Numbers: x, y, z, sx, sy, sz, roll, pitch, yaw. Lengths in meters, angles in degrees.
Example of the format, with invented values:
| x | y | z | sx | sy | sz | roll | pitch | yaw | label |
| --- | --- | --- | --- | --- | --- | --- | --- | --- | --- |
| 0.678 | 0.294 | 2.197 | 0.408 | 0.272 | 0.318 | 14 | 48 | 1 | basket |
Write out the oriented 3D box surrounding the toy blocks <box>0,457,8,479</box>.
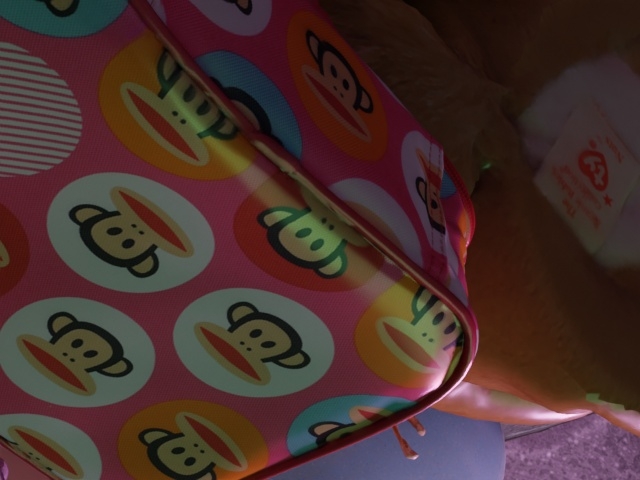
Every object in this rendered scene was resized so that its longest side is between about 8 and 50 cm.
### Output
| x | y | z | sx | sy | sz | roll | pitch | yaw | label |
| --- | --- | --- | --- | --- | --- | --- | --- | --- | --- |
| -0.094 | 0.204 | 0.857 | 0.260 | 0.309 | 0.288 | -22 | -175 | -10 | toy blocks |

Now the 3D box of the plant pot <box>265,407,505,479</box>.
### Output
| x | y | z | sx | sy | sz | roll | pitch | yaw | label |
| --- | --- | --- | --- | --- | --- | --- | --- | --- | --- |
| 0.004 | 0.179 | 1.529 | 0.290 | 0.290 | 0.195 | -23 | 131 | 13 | plant pot |

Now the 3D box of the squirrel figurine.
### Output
| x | y | z | sx | sy | sz | roll | pitch | yaw | label |
| --- | --- | --- | --- | --- | --- | --- | --- | --- | --- |
| 0.000 | 0.000 | 0.941 | 0.397 | 0.281 | 0.370 | 10 | 160 | -36 | squirrel figurine |

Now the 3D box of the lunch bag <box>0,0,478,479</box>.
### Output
| x | y | z | sx | sy | sz | roll | pitch | yaw | label |
| --- | --- | --- | --- | --- | --- | --- | --- | --- | --- |
| -0.103 | -0.011 | 0.655 | 0.258 | 0.120 | 0.293 | -28 | 123 | 25 | lunch bag |

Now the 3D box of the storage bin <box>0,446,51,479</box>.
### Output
| x | y | z | sx | sy | sz | roll | pitch | yaw | label |
| --- | --- | --- | --- | --- | --- | --- | --- | --- | --- |
| -0.223 | 0.175 | 1.147 | 0.262 | 0.123 | 0.260 | 23 | 166 | 7 | storage bin |
